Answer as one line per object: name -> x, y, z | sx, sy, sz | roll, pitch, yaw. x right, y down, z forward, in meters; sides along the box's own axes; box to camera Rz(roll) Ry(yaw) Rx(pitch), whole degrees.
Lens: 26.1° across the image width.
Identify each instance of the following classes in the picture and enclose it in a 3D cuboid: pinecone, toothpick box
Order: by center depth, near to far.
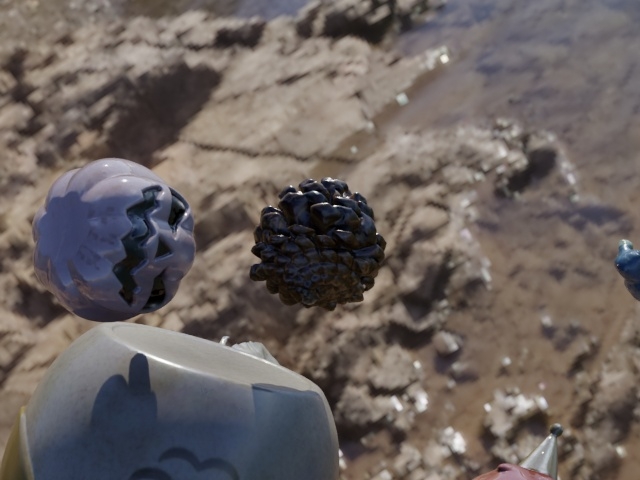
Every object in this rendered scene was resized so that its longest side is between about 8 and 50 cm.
pinecone -> 0.000, 0.000, 1.620 | 0.173, 0.173, 0.173 | -24, 30, 15
toothpick box -> -0.195, 0.339, 1.669 | 0.409, 0.409, 0.425 | 19, 92, 55

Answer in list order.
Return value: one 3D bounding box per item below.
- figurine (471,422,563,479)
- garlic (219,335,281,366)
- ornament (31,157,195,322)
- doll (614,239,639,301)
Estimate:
figurine -> 0.219, 0.370, 1.590 | 0.166, 0.207, 0.387 | 22, 42, 14
garlic -> -0.118, 0.250, 2.088 | 0.143, 0.229, 0.178 | 25, 99, 48
ornament -> -0.218, 0.002, 1.491 | 0.177, 0.177, 0.177 | -24, 30, 15
doll -> 0.395, 0.040, 1.702 | 0.050, 0.083, 0.076 | -42, 22, -14
